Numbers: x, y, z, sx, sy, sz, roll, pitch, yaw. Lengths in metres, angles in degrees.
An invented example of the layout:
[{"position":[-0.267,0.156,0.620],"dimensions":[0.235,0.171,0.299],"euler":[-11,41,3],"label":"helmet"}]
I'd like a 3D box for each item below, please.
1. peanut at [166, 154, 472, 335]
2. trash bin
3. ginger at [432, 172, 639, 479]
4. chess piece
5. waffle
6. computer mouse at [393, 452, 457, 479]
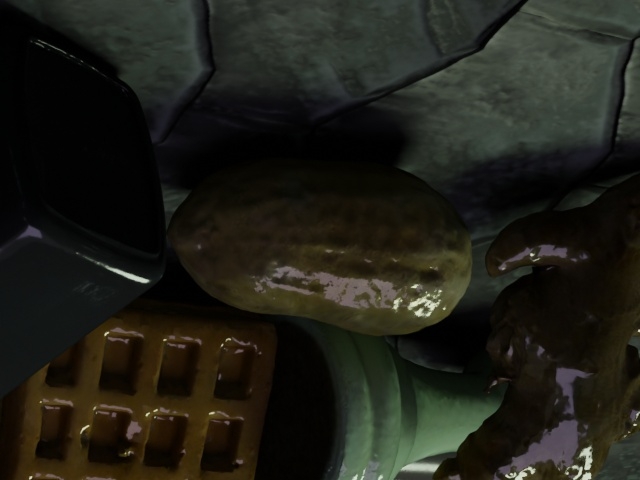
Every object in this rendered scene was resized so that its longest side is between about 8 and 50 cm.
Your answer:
[{"position":[0.000,0.000,1.358],"dimensions":[0.224,0.129,0.129],"euler":[12,146,-13],"label":"peanut"},{"position":[-0.252,0.007,1.236],"dimensions":[0.290,0.209,0.182],"euler":[-32,140,27],"label":"trash bin"},{"position":[0.193,0.078,1.447],"dimensions":[0.166,0.080,0.333],"euler":[13,111,-15],"label":"ginger"},{"position":[0.088,0.147,1.585],"dimensions":[0.299,0.194,0.194],"euler":[3,149,-34],"label":"chess piece"},{"position":[-0.167,0.203,1.492],"dimensions":[0.224,0.327,0.098],"euler":[8,-173,-21],"label":"waffle"},{"position":[0.063,0.194,1.727],"dimensions":[0.232,0.057,0.120],"euler":[8,178,-30],"label":"computer mouse"}]
